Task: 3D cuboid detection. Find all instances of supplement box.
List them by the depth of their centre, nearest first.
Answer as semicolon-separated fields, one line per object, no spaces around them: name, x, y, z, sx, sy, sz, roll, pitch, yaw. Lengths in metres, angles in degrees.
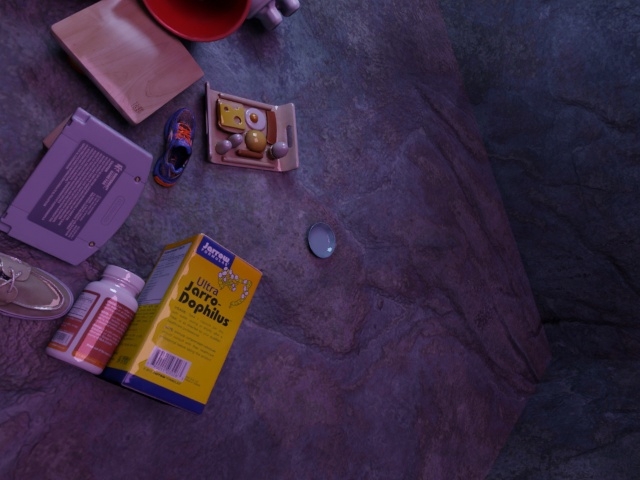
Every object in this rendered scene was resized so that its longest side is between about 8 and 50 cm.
supplement box;-0.324;0.191;1.045;0.195;0.194;0.356;38;60;-31

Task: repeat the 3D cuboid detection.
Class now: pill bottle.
pill bottle;-0.476;0.168;0.962;0.121;0.121;0.216;39;59;-30

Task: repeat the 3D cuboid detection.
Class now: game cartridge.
game cartridge;-0.506;-0.102;0.948;0.198;0.062;0.297;36;90;-37

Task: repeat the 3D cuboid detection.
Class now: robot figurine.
robot figurine;-0.212;-0.815;1.319;0.300;0.200;0.353;-43;113;-8

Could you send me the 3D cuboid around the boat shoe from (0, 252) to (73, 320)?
boat shoe;-0.631;0.075;0.858;0.302;0.094;0.109;34;62;-33

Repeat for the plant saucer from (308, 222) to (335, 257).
plant saucer;0.000;0.000;1.486;0.119;0.021;0.119;9;76;-41

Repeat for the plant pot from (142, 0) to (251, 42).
plant pot;-0.308;-0.686;1.126;0.275;0.275;0.243;33;33;-33

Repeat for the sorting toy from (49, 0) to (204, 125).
sorting toy;-0.471;-0.445;1.097;0.255;0.089;0.257;52;53;-22

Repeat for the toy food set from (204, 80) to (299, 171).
toy food set;-0.200;-0.332;1.318;0.306;0.092;0.219;1;82;-42

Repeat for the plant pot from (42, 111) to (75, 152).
plant pot;-0.546;-0.205;0.984;0.096;0.109;0.109;-42;111;-24

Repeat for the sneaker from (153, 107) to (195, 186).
sneaker;-0.364;-0.248;1.159;0.083;0.087;0.221;20;70;-39
